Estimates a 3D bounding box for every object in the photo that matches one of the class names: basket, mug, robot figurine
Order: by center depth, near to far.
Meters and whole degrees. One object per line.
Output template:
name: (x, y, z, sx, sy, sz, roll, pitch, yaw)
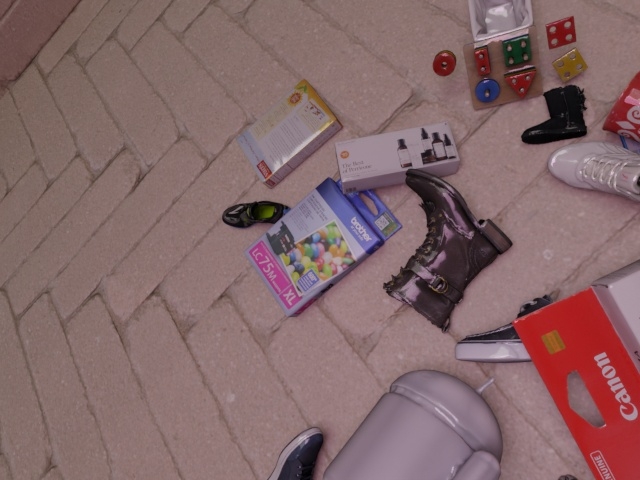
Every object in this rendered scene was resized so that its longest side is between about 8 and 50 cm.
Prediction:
robot figurine: (0.144, 0.350, 0.712, 0.353, 0.300, 0.200, -45, 101, -21)
mug: (0.583, -0.208, 0.735, 0.169, 0.113, 0.150, 40, 95, 28)
basket: (0.372, -0.461, 0.943, 0.113, 0.103, 0.167, -8, 70, 25)

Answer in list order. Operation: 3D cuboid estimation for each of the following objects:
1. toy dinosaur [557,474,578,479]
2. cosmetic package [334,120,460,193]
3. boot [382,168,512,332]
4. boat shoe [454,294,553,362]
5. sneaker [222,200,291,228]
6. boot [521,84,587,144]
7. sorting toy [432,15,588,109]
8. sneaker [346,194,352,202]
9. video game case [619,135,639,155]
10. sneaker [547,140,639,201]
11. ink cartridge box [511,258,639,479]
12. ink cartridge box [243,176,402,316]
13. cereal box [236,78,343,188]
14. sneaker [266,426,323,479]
toy dinosaur: (0.296, 0.489, 0.671, 0.160, 0.121, 0.314, 11, 75, 43)
cosmetic package: (0.154, -0.171, 0.943, 0.238, 0.060, 0.099, -11, 67, 3)
boot: (0.202, 0.016, 0.869, 0.263, 0.091, 0.229, 44, 98, 15)
boat shoe: (0.370, 0.142, 0.751, 0.301, 0.108, 0.102, -13, 69, 20)
sneaker: (-0.162, -0.070, 1.105, 0.188, 0.078, 0.067, -1, 73, 27)
boot: (0.443, -0.240, 0.870, 0.121, 0.045, 0.099, -5, 74, 18)
sorting toy: (0.365, -0.330, 0.889, 0.274, 0.132, 0.046, -7, 32, 24)
sneaker: (0.038, -0.076, 1.032, 0.083, 0.031, 0.035, -18, 67, 21)
video game case: (0.615, -0.190, 0.784, 0.166, 0.015, 0.119, -14, 68, 23)
sneaker: (0.494, -0.114, 0.753, 0.232, 0.115, 0.090, 20, 108, 32)
ink cartridge box: (0.463, 0.191, 0.633, 0.261, 0.066, 0.296, -27, 84, 5)
ink cartridge box: (0.000, 0.000, 0.992, 0.311, 0.065, 0.186, -40, 73, 9)
cereal box: (-0.083, -0.268, 1.146, 0.240, 0.047, 0.173, -38, 61, 12)
sneaker: (-0.026, 0.480, 0.847, 0.163, 0.086, 0.226, 39, 103, 42)
